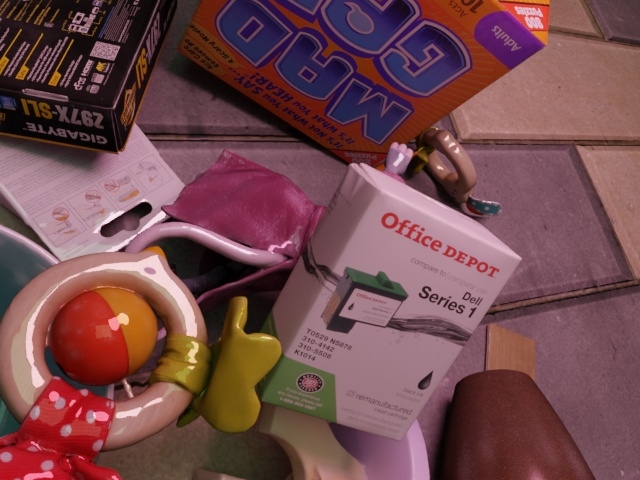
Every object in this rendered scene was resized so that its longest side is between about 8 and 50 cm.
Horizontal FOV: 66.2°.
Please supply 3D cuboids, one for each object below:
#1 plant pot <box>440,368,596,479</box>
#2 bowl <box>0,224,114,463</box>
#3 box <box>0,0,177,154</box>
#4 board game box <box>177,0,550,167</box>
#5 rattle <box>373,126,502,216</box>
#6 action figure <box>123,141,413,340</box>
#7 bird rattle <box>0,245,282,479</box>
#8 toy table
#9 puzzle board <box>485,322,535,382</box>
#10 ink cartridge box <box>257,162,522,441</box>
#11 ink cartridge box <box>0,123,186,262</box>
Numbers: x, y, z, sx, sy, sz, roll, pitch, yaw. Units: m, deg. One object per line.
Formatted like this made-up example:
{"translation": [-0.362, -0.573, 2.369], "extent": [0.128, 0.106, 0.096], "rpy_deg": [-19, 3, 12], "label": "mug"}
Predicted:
{"translation": [0.246, 0.295, 0.630], "extent": [0.216, 0.215, 0.230], "rpy_deg": [17, 48, -17], "label": "plant pot"}
{"translation": [-0.356, 0.139, 0.411], "extent": [0.312, 0.163, 0.311], "rpy_deg": [14, 66, -33], "label": "bowl"}
{"translation": [-0.342, -0.268, 0.618], "extent": [0.257, 0.079, 0.321], "rpy_deg": [7, 55, -7], "label": "box"}
{"translation": [0.070, -0.393, 0.718], "extent": [0.356, 0.357, 0.356], "rpy_deg": [30, 58, -21], "label": "board game box"}
{"translation": [0.205, -0.082, 0.844], "extent": [0.143, 0.130, 0.199], "rpy_deg": [-44, 117, -22], "label": "rattle"}
{"translation": [0.000, 0.000, 0.571], "extent": [0.371, 0.276, 0.247], "rpy_deg": [9, 101, 10], "label": "action figure"}
{"translation": [-0.175, 0.113, 0.409], "extent": [0.254, 0.143, 0.206], "rpy_deg": [-23, 77, -29], "label": "bird rattle"}
{"translation": [-0.009, 0.271, 0.504], "extent": [0.161, 0.252, 0.274], "rpy_deg": [31, 46, -29], "label": "toy table"}
{"translation": [0.306, 0.208, 0.792], "extent": [0.097, 0.011, 0.128], "rpy_deg": [22, 61, -16], "label": "puzzle board"}
{"translation": [0.055, 0.061, 0.467], "extent": [0.160, 0.219, 0.092], "rpy_deg": [23, 16, -19], "label": "ink cartridge box"}
{"translation": [-0.309, -0.088, 0.625], "extent": [0.189, 0.066, 0.232], "rpy_deg": [-40, 96, -33], "label": "ink cartridge box"}
